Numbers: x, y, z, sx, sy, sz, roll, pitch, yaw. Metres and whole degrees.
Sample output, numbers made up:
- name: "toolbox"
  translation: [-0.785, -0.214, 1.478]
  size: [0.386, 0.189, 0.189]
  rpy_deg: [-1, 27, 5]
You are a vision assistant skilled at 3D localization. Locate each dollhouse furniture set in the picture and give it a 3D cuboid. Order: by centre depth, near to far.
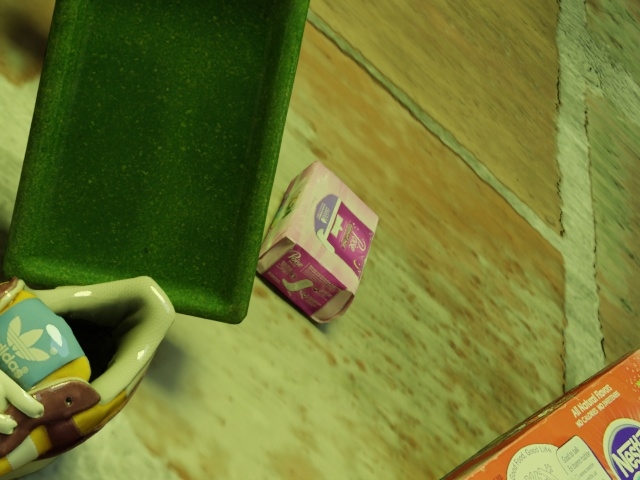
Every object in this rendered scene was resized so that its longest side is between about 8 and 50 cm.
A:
- name: "dollhouse furniture set"
  translation: [-0.157, -0.108, 0.570]
  size: [0.301, 0.151, 0.198]
  rpy_deg: [12, 31, -6]

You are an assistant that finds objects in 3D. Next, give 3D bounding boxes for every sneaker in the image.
- name: "sneaker"
  translation: [-0.119, 0.050, 0.420]
  size: [0.069, 0.084, 0.185]
  rpy_deg: [53, 29, 5]

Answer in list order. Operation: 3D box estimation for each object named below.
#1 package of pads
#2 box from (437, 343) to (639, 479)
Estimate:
- name: "package of pads"
  translation: [0.000, 0.000, 0.695]
  size: [0.050, 0.032, 0.083]
  rpy_deg: [41, 30, -13]
- name: "box"
  translation: [0.092, 0.146, 0.561]
  size: [0.128, 0.122, 0.257]
  rpy_deg: [56, 30, 10]
